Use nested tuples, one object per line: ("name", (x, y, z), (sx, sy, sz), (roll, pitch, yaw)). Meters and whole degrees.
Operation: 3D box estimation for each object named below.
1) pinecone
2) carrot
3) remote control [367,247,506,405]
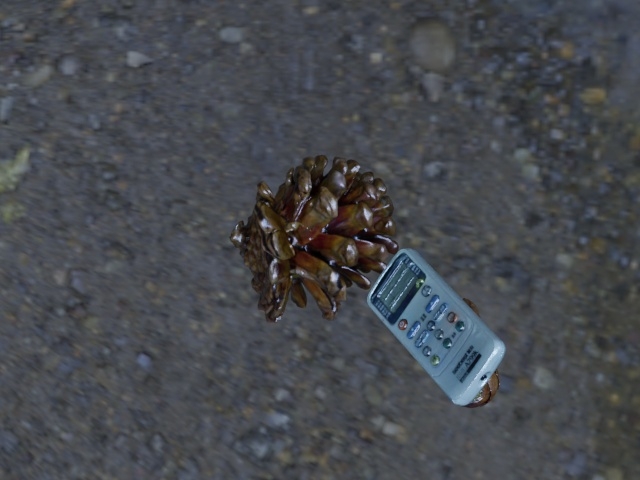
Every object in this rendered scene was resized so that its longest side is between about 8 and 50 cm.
("pinecone", (-0.004, -0.001, 1.672), (0.150, 0.179, 0.195), (41, 61, 17))
("carrot", (0.144, 0.108, 1.558), (0.055, 0.161, 0.055), (-1, 118, -1))
("remote control", (0.075, 0.055, 1.031), (0.018, 0.124, 0.053), (21, 110, -41))
